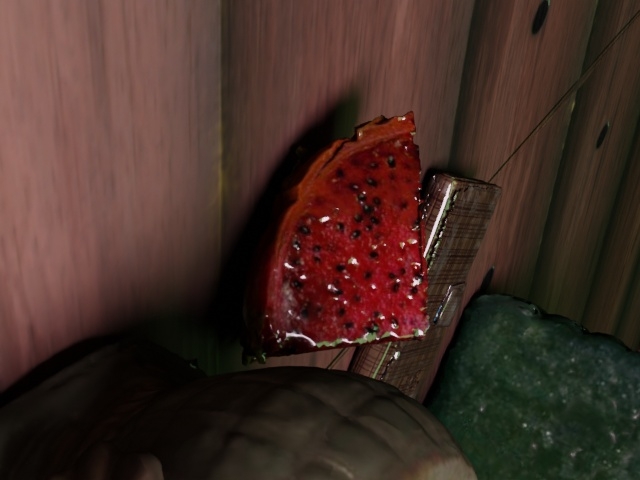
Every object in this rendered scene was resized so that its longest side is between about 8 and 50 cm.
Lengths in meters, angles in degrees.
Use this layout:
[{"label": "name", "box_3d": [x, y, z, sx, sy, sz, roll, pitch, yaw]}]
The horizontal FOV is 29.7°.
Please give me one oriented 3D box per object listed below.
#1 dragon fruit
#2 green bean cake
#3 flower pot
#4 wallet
[{"label": "dragon fruit", "box_3d": [-0.001, 0.001, 0.769, 0.127, 0.120, 0.161, 4, 83, -26]}, {"label": "green bean cake", "box_3d": [0.254, 0.242, 1.288, 0.308, 0.300, 0.169, -66, 158, 1]}, {"label": "flower pot", "box_3d": [-0.051, 0.197, 0.590, 0.301, 0.213, 0.302, -19, 112, -59]}, {"label": "wallet", "box_3d": [0.086, 0.051, 1.049, 0.124, 0.042, 0.230, 0, 112, -63]}]
